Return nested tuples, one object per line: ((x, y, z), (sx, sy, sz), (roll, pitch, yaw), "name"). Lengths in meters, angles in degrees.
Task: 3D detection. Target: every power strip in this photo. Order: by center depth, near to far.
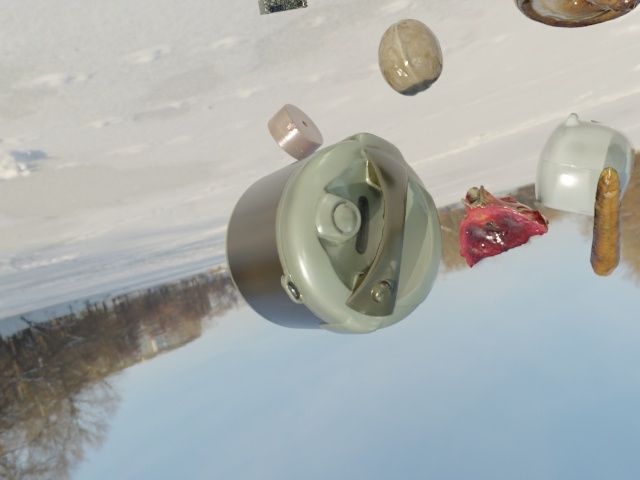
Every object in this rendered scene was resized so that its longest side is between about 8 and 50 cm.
((-0.067, -0.297, 1.555), (0.078, 0.154, 0.154), (-41, 169, 24), "power strip")

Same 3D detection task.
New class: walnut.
((0.196, -0.401, 1.239), (0.140, 0.162, 0.140), (-12, 163, -4), "walnut")

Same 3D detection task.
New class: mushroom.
((0.410, -0.430, 0.889), (0.194, 0.138, 0.231), (15, -178, 41), "mushroom")

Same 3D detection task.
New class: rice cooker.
((0.029, -0.003, 0.993), (0.335, 0.335, 0.325), (-15, 180, -34), "rice cooker")

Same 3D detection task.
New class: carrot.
((0.639, -0.040, 1.254), (0.066, 0.314, 0.066), (-11, -140, 10), "carrot")

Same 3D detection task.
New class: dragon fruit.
((0.482, -0.068, 1.566), (0.262, 0.211, 0.134), (-28, -158, 44), "dragon fruit")

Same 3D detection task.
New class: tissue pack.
((0.700, -0.209, 1.495), (0.229, 0.236, 0.333), (15, -161, 21), "tissue pack")

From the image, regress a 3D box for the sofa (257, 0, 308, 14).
((-0.097, -0.611, 1.457), (0.118, 0.039, 0.060), (-18, -157, -17), "sofa")
